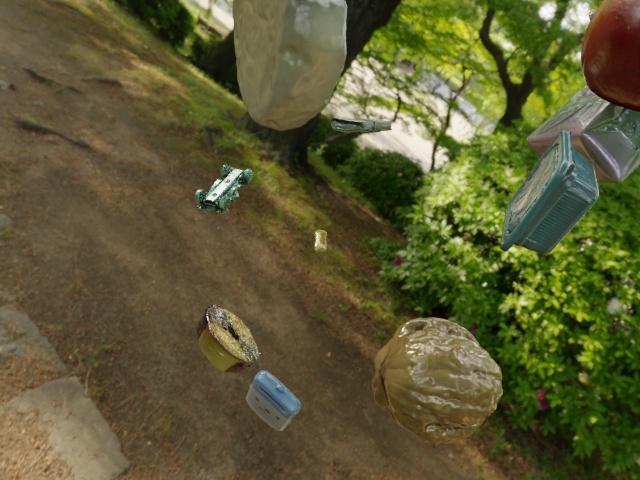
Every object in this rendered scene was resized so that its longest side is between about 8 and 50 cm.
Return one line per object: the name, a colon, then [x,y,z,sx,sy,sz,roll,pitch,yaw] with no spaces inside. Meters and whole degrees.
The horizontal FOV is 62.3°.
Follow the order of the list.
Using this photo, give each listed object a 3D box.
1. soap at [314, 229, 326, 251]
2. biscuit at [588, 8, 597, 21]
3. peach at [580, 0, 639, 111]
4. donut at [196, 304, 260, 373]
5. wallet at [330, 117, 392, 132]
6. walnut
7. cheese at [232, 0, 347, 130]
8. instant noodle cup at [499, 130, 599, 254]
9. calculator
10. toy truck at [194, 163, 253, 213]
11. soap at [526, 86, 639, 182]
soap: [0.000,0.000,1.385,0.034,0.012,0.089,2,40,-2]
biscuit: [0.582,-0.406,1.086,0.071,0.018,0.147,-9,84,-41]
peach: [0.553,-0.318,0.867,0.200,0.243,0.243,17,30,-48]
donut: [-0.226,0.241,1.270,0.166,0.073,0.184,32,18,-47]
wallet: [0.118,-0.318,1.470,0.110,0.039,0.155,17,21,40]
walnut: [0.238,0.279,1.068,0.257,0.224,0.256,5,73,-17]
cheese: [-0.063,-0.355,0.910,0.115,0.317,0.326,-5,5,-26]
instant noodle cup: [0.330,-0.061,0.759,0.070,0.157,0.179,30,35,5]
calculator: [-0.106,0.355,1.167,0.121,0.210,0.039,39,57,9]
toy truck: [-0.218,-0.112,1.239,0.080,0.077,0.154,13,44,18]
soap: [0.561,-0.217,1.064,0.138,0.182,0.199,50,-3,-12]
